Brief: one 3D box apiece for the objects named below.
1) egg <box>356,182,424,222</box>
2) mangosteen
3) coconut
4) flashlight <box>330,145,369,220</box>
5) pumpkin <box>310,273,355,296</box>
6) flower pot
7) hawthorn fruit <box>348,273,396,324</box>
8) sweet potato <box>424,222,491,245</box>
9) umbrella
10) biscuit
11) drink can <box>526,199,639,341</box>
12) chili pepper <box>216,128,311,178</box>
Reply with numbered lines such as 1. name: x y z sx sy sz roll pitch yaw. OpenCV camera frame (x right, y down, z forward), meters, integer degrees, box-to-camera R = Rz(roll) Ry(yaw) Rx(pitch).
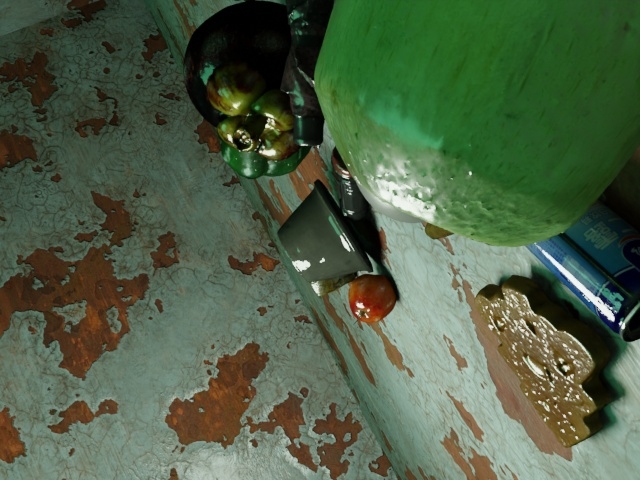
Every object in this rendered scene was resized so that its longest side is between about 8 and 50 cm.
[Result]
1. egg: 0.133 -0.116 0.920 0.176 0.176 0.232 56 175 32
2. mangosteen: -0.115 -0.316 1.283 0.313 0.297 0.297 60 168 3
3. coconut: 0.149 -0.171 0.545 0.328 0.281 0.328 -162 90 -78
4. flashlight: 0.074 -0.123 1.386 0.093 0.093 0.232 58 172 26
5. pumpkin: 0.034 0.083 1.899 0.131 0.126 0.248 57 -173 -1
6. flower pot: 0.000 0.000 1.586 0.269 0.166 0.269 59 -177 -5
7. hawthorn fruit: 0.129 0.147 1.590 0.140 0.125 0.125 -97 -10 -60
8. sweet potato: 0.221 -0.033 0.970 0.075 0.075 0.273 66 170 -7
9. umbrella: -0.020 -0.324 1.121 0.094 0.090 0.326 21 112 57
10. biscuit: 0.341 0.185 0.967 0.278 0.043 0.301 33 149 63
11. drink can: 0.282 -0.004 0.710 0.235 0.097 0.097 54 164 40
12. chili pepper: -0.142 -0.292 1.600 0.248 0.233 0.256 57 160 13
